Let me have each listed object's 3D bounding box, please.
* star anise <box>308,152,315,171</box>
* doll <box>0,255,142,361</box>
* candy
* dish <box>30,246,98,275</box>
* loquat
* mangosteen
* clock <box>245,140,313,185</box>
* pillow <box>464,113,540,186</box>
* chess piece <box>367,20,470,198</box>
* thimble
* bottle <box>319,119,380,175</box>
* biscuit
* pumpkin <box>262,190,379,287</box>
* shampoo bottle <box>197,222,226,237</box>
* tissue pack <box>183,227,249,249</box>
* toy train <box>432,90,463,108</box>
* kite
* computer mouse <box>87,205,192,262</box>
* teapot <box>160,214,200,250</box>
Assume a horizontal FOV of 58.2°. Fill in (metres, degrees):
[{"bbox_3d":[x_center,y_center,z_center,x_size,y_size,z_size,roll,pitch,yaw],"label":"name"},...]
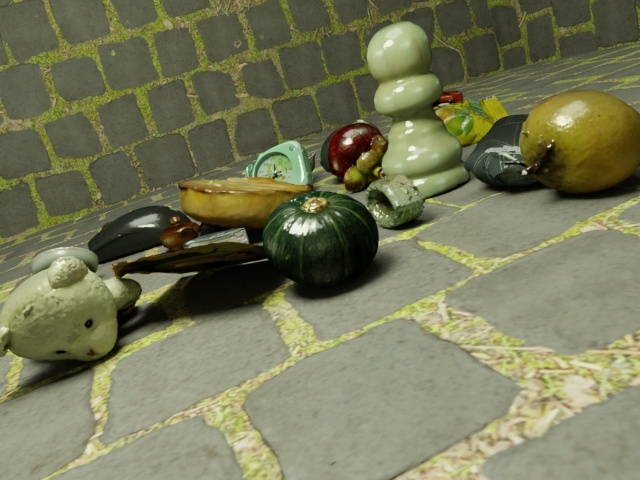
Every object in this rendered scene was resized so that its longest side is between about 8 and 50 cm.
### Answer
[{"bbox_3d":[-0.119,-0.188,1.709,0.262,0.081,0.230,-25,14,-18],"label":"star anise"},{"bbox_3d":[-0.358,0.116,0.869,0.175,0.149,0.278,-51,0,-3],"label":"doll"},{"bbox_3d":[0.349,-0.309,1.533,0.297,0.081,0.187,-14,41,6],"label":"candy"},{"bbox_3d":[-0.559,0.083,1.268,0.141,0.078,0.141,-16,-27,-8],"label":"dish"},{"bbox_3d":[0.391,-0.147,0.847,0.204,0.150,0.172,-13,14,-18],"label":"loquat"},{"bbox_3d":[0.107,-0.194,1.384,0.181,0.156,0.145,35,21,21],"label":"mangosteen"},{"bbox_3d":[-0.118,-0.179,1.565,0.188,0.148,0.060,-16,-16,19],"label":"clock"},{"bbox_3d":[0.368,-0.170,1.065,0.161,0.093,0.335,-4,20,30],"label":"pillow"},{"bbox_3d":[0.178,-0.260,1.142,0.182,0.331,0.182,-15,15,4],"label":"chess piece"},{"bbox_3d":[0.128,-0.068,0.983,0.062,0.085,0.110,-23,14,-20],"label":"thimble"},{"bbox_3d":[0.086,-0.249,1.583,0.156,0.143,0.271,-39,1,27],"label":"bottle"},{"bbox_3d":[-0.162,-0.083,1.265,0.296,0.102,0.296,3,10,0],"label":"biscuit"},{"bbox_3d":[0.001,-0.003,0.820,0.167,0.125,0.167,-14,36,11],"label":"pumpkin"},{"bbox_3d":[-0.247,-0.034,1.349,0.063,0.057,0.208,12,16,-4],"label":"shampoo bottle"},{"bbox_3d":[-0.203,0.010,1.113,0.112,0.051,0.156,-18,5,-15],"label":"tissue pack"},{"bbox_3d":[0.335,-0.390,1.782,0.231,0.163,0.369,-7,16,8],"label":"toy train"},{"bbox_3d":[-0.171,0.032,0.941,0.327,0.013,0.377,-6,-8,-21],"label":"kite"},{"bbox_3d":[-0.483,-0.032,1.530,0.269,0.100,0.170,-18,13,-1],"label":"computer mouse"},{"bbox_3d":[-0.332,-0.022,1.359,0.098,0.078,0.129,-24,16,-21],"label":"teapot"}]
